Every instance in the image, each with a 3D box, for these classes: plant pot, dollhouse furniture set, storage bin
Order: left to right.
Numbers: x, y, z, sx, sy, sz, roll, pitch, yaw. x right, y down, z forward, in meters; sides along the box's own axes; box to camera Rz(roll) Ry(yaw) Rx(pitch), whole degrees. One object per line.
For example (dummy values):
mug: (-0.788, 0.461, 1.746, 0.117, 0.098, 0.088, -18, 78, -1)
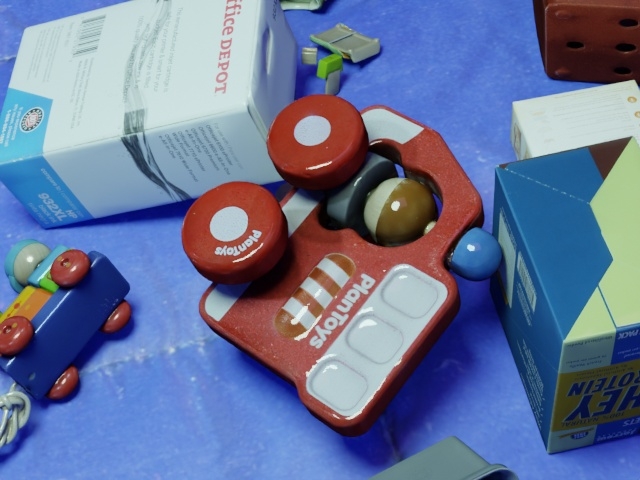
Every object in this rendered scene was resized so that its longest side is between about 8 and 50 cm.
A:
dollhouse furniture set: (0.003, -0.214, 1.370, 0.076, 0.058, 0.151, 28, 41, 33)
storage bin: (0.102, 0.240, 0.976, 0.135, 0.098, 0.091, -25, 26, -11)
plant pot: (0.362, -0.322, 1.266, 0.267, 0.267, 0.236, 5, 73, 13)

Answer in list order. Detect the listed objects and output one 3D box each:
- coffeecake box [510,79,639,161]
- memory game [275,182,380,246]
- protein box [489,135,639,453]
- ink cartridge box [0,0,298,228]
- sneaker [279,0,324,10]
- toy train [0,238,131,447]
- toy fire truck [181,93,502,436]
coffeecake box: (0.300, -0.077, 1.199, 0.142, 0.068, 0.185, -10, 52, -1)
memory game: (0.000, 0.000, 1.213, 0.186, 0.012, 0.186, -4, 53, 5)
protein box: (0.249, 0.053, 1.022, 0.136, 0.201, 0.200, -12, 52, -2)
ink cartridge box: (-0.190, -0.159, 1.245, 0.307, 0.129, 0.223, -10, 50, 16)
sneaker: (-0.001, -0.338, 1.444, 0.192, 0.064, 0.086, -14, 60, -3)
toy train: (-0.321, 0.107, 1.127, 0.143, 0.105, 0.248, 19, 63, 39)
toy fire truck: (0.033, 0.014, 1.071, 0.254, 0.169, 0.302, 32, 71, 28)
